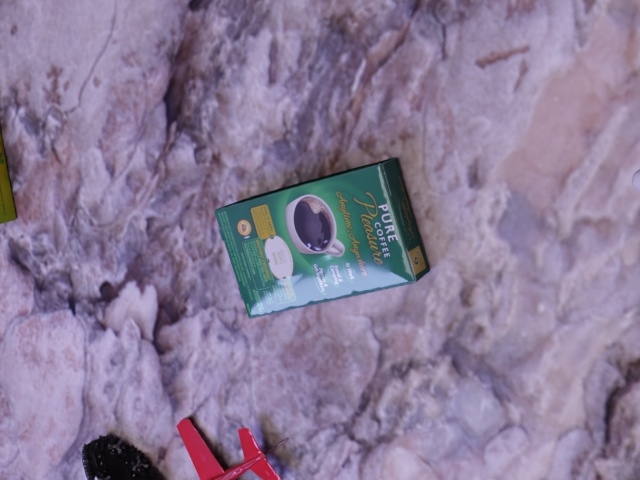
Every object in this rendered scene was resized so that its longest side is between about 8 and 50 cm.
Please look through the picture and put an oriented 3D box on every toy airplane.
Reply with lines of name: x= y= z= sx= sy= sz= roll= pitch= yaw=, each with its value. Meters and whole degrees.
toy airplane: x=-0.090 y=0.239 z=1.168 sx=0.151 sy=0.028 sz=0.151 roll=7 pitch=104 yaw=27

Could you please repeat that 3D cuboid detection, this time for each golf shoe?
golf shoe: x=-0.196 y=0.299 z=1.211 sx=0.198 sy=0.077 sz=0.094 roll=51 pitch=134 yaw=21

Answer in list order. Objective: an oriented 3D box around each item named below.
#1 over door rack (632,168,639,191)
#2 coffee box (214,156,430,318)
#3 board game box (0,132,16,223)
over door rack: x=0.367 y=-0.154 z=0.791 sx=0.240 sy=0.108 sz=0.324 roll=19 pitch=110 yaw=22
coffee box: x=0.000 y=0.000 z=1.057 sx=0.184 sy=0.040 sz=0.113 roll=-15 pitch=95 yaw=30
board game box: x=-0.387 y=-0.105 z=1.231 sx=0.092 sy=0.043 sz=0.181 roll=-2 pitch=101 yaw=28
